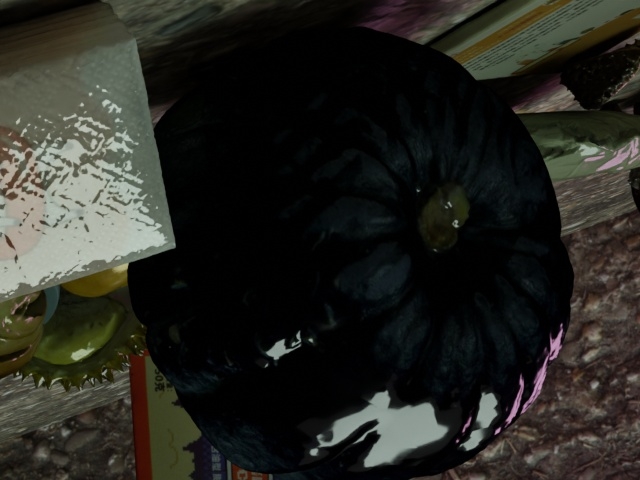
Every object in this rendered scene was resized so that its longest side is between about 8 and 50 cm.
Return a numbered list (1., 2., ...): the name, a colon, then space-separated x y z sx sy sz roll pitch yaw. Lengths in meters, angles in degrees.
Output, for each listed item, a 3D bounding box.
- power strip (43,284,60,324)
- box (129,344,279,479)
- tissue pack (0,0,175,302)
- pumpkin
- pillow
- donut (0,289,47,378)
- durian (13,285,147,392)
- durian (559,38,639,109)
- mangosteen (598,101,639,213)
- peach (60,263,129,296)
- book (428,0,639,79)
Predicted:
1. power strip: -0.358 0.067 1.541 0.216 0.044 0.137 -23 147 13
2. box: -0.086 0.237 1.918 0.257 0.349 0.318 -1 -167 2
3. tissue pack: -0.262 -0.025 0.930 0.325 0.071 0.170 -18 128 -16
4. pumpkin: 0.024 0.017 1.176 0.363 0.363 0.266 -13 176 -41
5. pillow: 0.226 -0.099 1.646 0.281 0.076 0.274 -2 -177 32
6. donut: -0.380 0.056 1.136 0.360 0.170 0.360 -18 171 -3
7. durian: -0.248 0.062 1.668 0.306 0.166 0.172 -16 -157 11
8. durian: 0.288 -0.165 1.529 0.066 0.052 0.130 -22 179 -29
9. mangosteen: 0.480 -0.118 1.995 0.261 0.235 0.235 23 167 -2
10. peach: -0.177 -0.009 1.417 0.179 0.103 0.179 -17 173 -2
11. book: 0.225 -0.198 1.412 0.295 0.020 0.208 -11 169 -47
